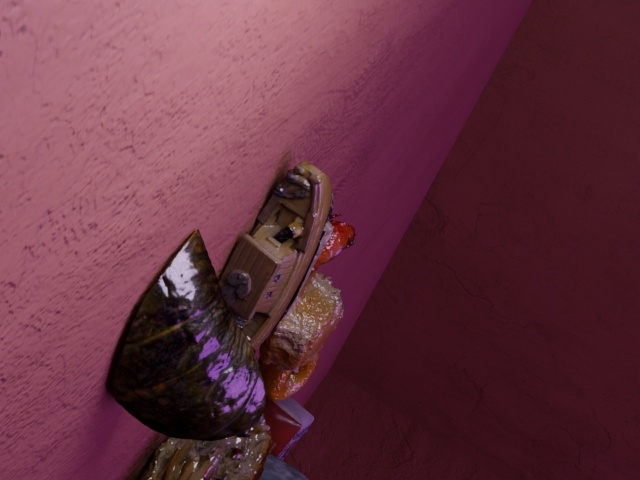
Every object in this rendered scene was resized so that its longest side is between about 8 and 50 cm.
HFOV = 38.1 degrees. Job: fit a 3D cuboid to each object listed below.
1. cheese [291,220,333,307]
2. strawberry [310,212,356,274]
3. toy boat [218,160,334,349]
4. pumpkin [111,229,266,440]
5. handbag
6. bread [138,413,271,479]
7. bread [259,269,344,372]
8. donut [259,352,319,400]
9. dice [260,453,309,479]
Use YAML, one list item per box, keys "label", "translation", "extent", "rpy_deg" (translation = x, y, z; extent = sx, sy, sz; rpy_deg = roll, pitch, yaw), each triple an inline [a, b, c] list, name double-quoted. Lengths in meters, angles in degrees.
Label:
- label: "cheese"
  translation: [-0.041, 0.036, 1.555]
  extent: [0.194, 0.065, 0.043]
  rpy_deg: [-60, -148, 29]
- label: "strawberry"
  translation: [0.000, 0.000, 1.662]
  extent: [0.121, 0.082, 0.188]
  rpy_deg: [-39, -175, 10]
- label: "toy boat"
  translation: [-0.074, 0.032, 1.261]
  extent: [0.121, 0.089, 0.321]
  rpy_deg: [-24, 147, -55]
- label: "pumpkin"
  translation: [-0.138, 0.149, 1.041]
  extent: [0.111, 0.163, 0.278]
  rpy_deg: [-48, 166, -55]
- label: "handbag"
  translation: [-0.170, 0.546, 2.465]
  extent: [0.298, 0.151, 0.171]
  rpy_deg: [-52, 169, 6]
- label: "bread"
  translation: [-0.219, 0.435, 1.575]
  extent: [0.314, 0.192, 0.370]
  rpy_deg: [86, 25, -68]
- label: "bread"
  translation: [-0.041, 0.165, 1.836]
  extent: [0.174, 0.121, 0.245]
  rpy_deg: [-45, 172, -23]
- label: "donut"
  translation: [-0.074, 0.294, 2.124]
  extent: [0.174, 0.074, 0.190]
  rpy_deg: [-18, 147, -47]
- label: "dice"
  translation: [-0.201, 0.640, 1.929]
  extent: [0.330, 0.348, 0.328]
  rpy_deg: [-67, 170, 17]
